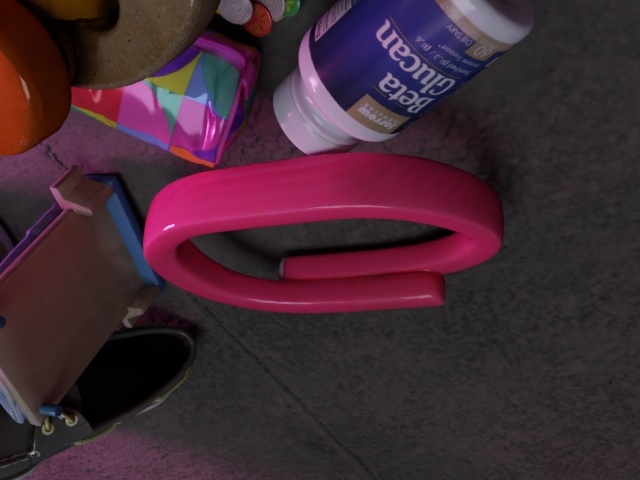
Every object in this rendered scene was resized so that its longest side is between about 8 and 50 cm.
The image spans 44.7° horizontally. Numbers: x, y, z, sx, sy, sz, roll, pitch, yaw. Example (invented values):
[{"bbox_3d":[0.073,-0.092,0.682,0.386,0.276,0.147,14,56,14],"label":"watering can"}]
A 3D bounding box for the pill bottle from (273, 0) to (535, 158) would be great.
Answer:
[{"bbox_3d":[0.045,-0.123,0.508,0.094,0.094,0.169,37,133,-20],"label":"pill bottle"}]

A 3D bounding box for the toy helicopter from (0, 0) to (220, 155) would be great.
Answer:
[{"bbox_3d":[-0.184,-0.233,0.372,0.355,0.140,0.235,46,134,-7],"label":"toy helicopter"}]

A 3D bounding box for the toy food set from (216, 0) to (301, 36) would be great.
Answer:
[{"bbox_3d":[-0.051,-0.181,0.534,0.083,0.020,0.083,16,137,1],"label":"toy food set"}]

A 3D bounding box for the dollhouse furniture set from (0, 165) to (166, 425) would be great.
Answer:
[{"bbox_3d":[-0.320,0.037,0.658,0.198,0.286,0.303,3,132,26],"label":"dollhouse furniture set"}]

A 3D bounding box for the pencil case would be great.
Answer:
[{"bbox_3d":[-0.160,-0.138,0.558,0.236,0.104,0.104,23,137,-8],"label":"pencil case"}]

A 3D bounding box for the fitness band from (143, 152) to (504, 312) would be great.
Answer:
[{"bbox_3d":[0.000,0.000,0.625,0.290,0.054,0.209,-7,154,23],"label":"fitness band"}]

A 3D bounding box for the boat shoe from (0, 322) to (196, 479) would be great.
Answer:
[{"bbox_3d":[-0.256,0.154,0.767,0.091,0.305,0.109,-40,75,41],"label":"boat shoe"}]

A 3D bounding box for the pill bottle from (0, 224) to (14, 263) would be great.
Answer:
[{"bbox_3d":[-0.419,0.083,0.740,0.153,0.265,0.153,9,136,8],"label":"pill bottle"}]
